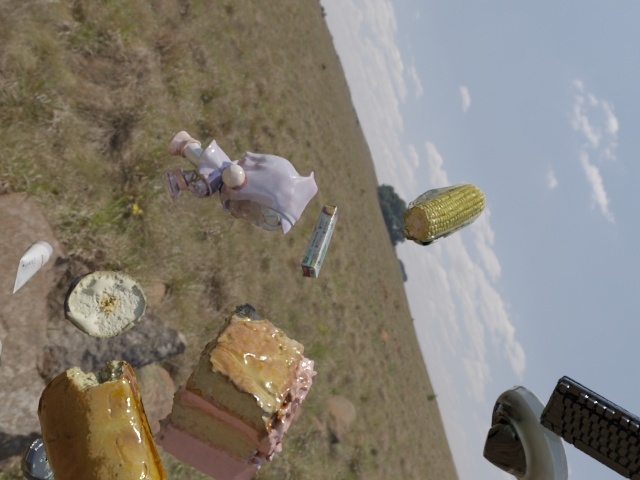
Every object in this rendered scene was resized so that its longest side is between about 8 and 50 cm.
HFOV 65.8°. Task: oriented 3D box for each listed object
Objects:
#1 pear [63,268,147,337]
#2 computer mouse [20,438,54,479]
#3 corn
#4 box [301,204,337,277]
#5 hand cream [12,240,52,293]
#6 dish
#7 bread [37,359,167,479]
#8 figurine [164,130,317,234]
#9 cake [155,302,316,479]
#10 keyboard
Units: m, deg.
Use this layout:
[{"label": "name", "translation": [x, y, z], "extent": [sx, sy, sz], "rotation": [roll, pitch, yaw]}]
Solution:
[{"label": "pear", "translation": [-0.757, 0.245, 1.753], "extent": [0.178, 0.267, 0.266], "rotation": [128, -47, -56]}, {"label": "computer mouse", "translation": [-0.824, 0.645, 1.449], "extent": [0.105, 0.062, 0.192], "rotation": [-74, 171, -45]}, {"label": "corn", "translation": [0.359, -0.080, 1.430], "extent": [0.122, 0.305, 0.123], "rotation": [32, -50, 41]}, {"label": "box", "translation": [0.000, 0.000, 1.283], "extent": [0.050, 0.041, 0.207], "rotation": [87, 19, -54]}, {"label": "hand cream", "translation": [-1.063, 0.080, 1.812], "extent": [0.248, 0.083, 0.133], "rotation": [-111, -141, -64]}, {"label": "dish", "translation": [0.253, 0.273, 0.665], "extent": [0.141, 0.078, 0.141], "rotation": [171, -90, -82]}, {"label": "bread", "translation": [-0.429, 0.407, 0.968], "extent": [0.344, 0.195, 0.149], "rotation": [60, -8, 21]}, {"label": "figurine", "translation": [-0.146, -0.104, 0.883], "extent": [0.200, 0.276, 0.133], "rotation": [90, 21, -71]}, {"label": "cake", "translation": [-0.200, 0.388, 1.231], "extent": [0.293, 0.306, 0.314], "rotation": [33, 21, 1]}, {"label": "keyboard", "translation": [0.354, 0.236, 0.524], "extent": [0.023, 0.231, 0.072], "rotation": [-10, 122, -51]}]
